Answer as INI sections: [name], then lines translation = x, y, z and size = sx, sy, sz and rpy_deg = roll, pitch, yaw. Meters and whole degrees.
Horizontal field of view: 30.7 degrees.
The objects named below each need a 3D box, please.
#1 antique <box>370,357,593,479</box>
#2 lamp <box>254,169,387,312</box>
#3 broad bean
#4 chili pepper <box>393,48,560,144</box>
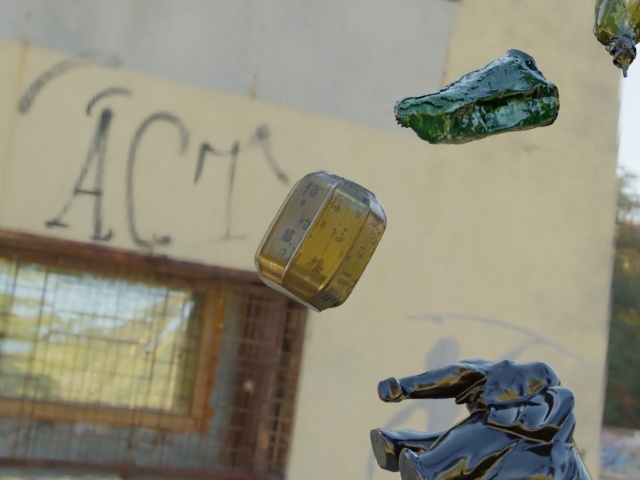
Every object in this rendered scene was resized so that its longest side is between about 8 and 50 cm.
[antique]
translation = 0.223, 0.301, 1.493
size = 0.255, 0.322, 0.185
rpy_deg = -17, -24, -13
[lamp]
translation = 0.000, 0.000, 1.694
size = 0.161, 0.185, 0.161
rpy_deg = 30, -9, 5
[broad bean]
translation = 0.330, -0.294, 1.220
size = 0.061, 0.339, 0.077
rpy_deg = 25, -39, -5
[chili pepper]
translation = 0.137, -0.131, 1.092
size = 0.227, 0.088, 0.059
rpy_deg = -16, -23, -47
